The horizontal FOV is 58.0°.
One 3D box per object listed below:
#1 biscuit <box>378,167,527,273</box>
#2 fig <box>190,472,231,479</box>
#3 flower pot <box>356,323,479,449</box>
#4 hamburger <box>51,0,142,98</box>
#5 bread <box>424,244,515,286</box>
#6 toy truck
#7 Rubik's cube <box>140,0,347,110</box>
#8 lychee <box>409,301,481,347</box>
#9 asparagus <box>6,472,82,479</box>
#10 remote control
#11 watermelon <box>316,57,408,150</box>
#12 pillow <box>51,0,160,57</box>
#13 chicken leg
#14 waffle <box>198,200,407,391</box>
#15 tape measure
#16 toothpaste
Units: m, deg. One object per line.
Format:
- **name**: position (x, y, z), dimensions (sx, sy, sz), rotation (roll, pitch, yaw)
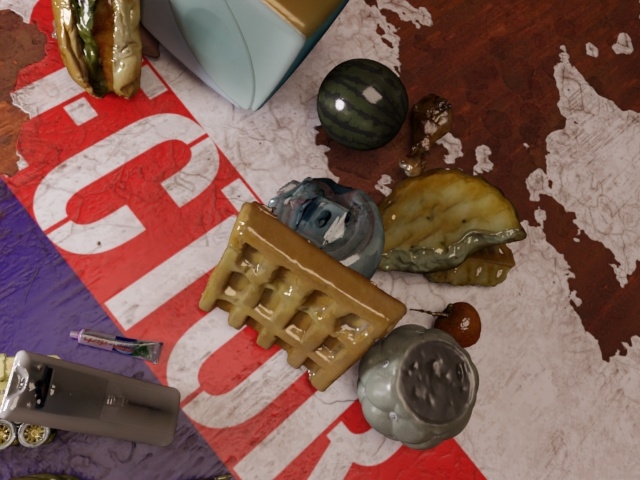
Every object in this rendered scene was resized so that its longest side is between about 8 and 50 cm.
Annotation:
- **biscuit**: position (0.282, -0.031, 1.288), dimensions (0.335, 0.078, 0.329), rotation (18, 60, 31)
- **fig**: position (-0.218, 0.464, 1.053), dimensions (0.089, 0.089, 0.125), rotation (48, 40, 2)
- **flower pot**: position (0.191, 0.292, 1.163), dimensions (0.246, 0.195, 0.246), rotation (5, 70, -15)
- **hamburger**: position (-0.440, -0.449, 1.136), dimensions (0.162, 0.209, 0.330), rotation (-3, 103, -19)
- **bread**: position (0.346, 0.042, 1.354), dimensions (0.232, 0.088, 0.128), rotation (2, 70, -19)
- **toy truck**: position (-0.566, 0.272, 0.974), dimensions (0.272, 0.124, 0.157), rotation (2, 73, -17)
- **Rubik's cube**: position (-0.138, -0.539, 1.225), dimensions (0.347, 0.351, 0.352), rotation (38, 65, -13)
- **lychee**: position (0.294, 0.187, 1.279), dimensions (0.140, 0.114, 0.101), rotation (21, 47, -36)
- **asparagus**: position (-0.398, 0.455, 0.994), dimensions (0.287, 0.080, 0.080), rotation (24, 67, -17)
- **remote control**: position (-0.372, 0.276, 0.994), dimensions (0.313, 0.055, 0.109), rotation (30, 53, -41)
- **watermelon**: position (0.094, -0.310, 1.323), dimensions (0.212, 0.212, 0.212), rotation (5, 71, -16)
- **pillow**: position (-0.470, -0.527, 1.282), dimensions (0.236, 0.084, 0.223), rotation (5, 79, -19)
- **chicken leg**: position (0.256, -0.255, 1.411), dimensions (0.087, 0.107, 0.251), rotation (48, 55, -39)
- **waffle**: position (-0.050, 0.116, 1.088), dimensions (0.348, 0.304, 0.077), rotation (34, 46, -1)
- **tape measure**: position (0.000, 0.000, 1.193), dimensions (0.256, 0.147, 0.275), rotation (27, 64, 15)
- **toothpaste**: position (-0.390, 0.198, 1.106), dimensions (0.170, 0.028, 0.045), rotation (16, 75, -15)
